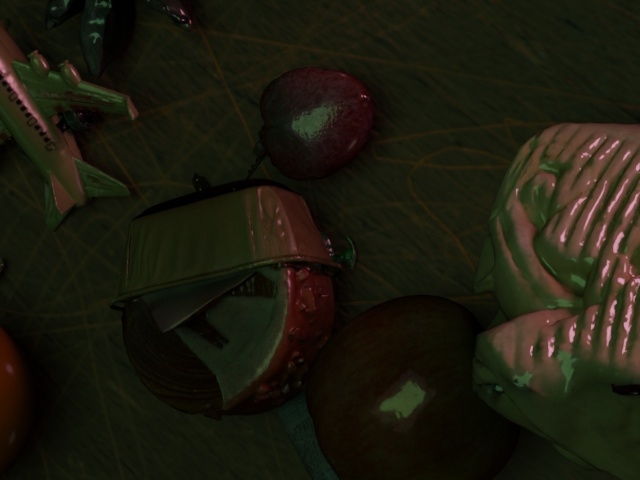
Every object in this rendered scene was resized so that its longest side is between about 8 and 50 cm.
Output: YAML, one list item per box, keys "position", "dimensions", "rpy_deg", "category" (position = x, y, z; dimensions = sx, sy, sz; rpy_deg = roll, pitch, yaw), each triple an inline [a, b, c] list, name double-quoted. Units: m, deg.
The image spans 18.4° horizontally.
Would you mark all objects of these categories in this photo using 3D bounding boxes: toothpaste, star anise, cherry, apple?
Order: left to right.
- position: [-0.206, -0.273, 1.940]
  dimensions: [0.236, 0.093, 0.229]
  rpy_deg: [3, 91, 17]
  category: "star anise"
- position: [-0.044, -0.098, 1.883]
  dimensions: [0.225, 0.090, 0.107]
  rpy_deg: [-20, 91, 29]
  category: "cherry"
- position: [-0.001, 0.169, 1.879]
  dimensions: [0.089, 0.057, 0.234]
  rpy_deg: [-31, 71, 16]
  category: "toothpaste"
- position: [0.081, 0.148, 1.772]
  dimensions: [0.174, 0.188, 0.188]
  rpy_deg: [-28, 79, 12]
  category: "apple"

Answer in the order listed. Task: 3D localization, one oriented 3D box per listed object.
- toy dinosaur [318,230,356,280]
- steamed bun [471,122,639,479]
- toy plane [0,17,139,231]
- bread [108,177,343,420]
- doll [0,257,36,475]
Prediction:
- position: [0.000, 0.000, 1.894]
  dimensions: [0.062, 0.021, 0.083]
  rpy_deg: [-15, 89, 21]
  category: "toy dinosaur"
- position: [0.300, 0.086, 1.666]
  dimensions: [0.346, 0.237, 0.394]
  rpy_deg: [-32, 47, -7]
  category: "steamed bun"
- position: [-0.289, -0.130, 1.956]
  dimensions: [0.229, 0.092, 0.244]
  rpy_deg: [-22, 101, 31]
  category: "toy plane"
- position: [-0.092, 0.060, 1.852]
  dimensions: [0.224, 0.142, 0.212]
  rpy_deg: [-15, 71, 29]
  category: "bread"
- position: [-0.387, 0.142, 1.968]
  dimensions: [0.213, 0.213, 0.236]
  rpy_deg: [-35, 35, 17]
  category: "doll"
